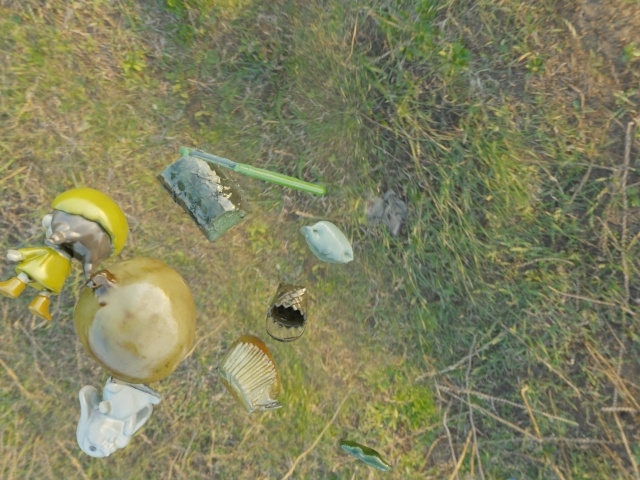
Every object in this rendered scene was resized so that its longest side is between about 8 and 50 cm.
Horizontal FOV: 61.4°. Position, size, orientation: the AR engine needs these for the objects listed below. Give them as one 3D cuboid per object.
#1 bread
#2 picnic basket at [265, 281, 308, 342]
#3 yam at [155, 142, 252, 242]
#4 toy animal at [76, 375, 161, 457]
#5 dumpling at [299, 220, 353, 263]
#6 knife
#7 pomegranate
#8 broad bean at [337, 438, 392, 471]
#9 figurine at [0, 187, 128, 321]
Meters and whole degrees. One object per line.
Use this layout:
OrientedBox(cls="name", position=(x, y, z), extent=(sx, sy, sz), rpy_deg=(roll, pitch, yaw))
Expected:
OrientedBox(cls="bread", position=(-0.236, 0.435, 1.792), extent=(0.183, 0.388, 0.236), rpy_deg=(-33, 96, -20))
OrientedBox(cls="picnic basket", position=(-0.102, 0.238, 1.674), extent=(0.128, 0.178, 0.137), rpy_deg=(5, 140, 5))
OrientedBox(cls="yam", position=(-0.361, -0.146, 1.678), extent=(0.202, 0.201, 0.271), rpy_deg=(-36, 99, 14))
OrientedBox(cls="toy animal", position=(-0.702, 0.572, 1.806), extent=(0.289, 0.174, 0.249), rpy_deg=(-44, 121, -20))
OrientedBox(cls="dumpling", position=(0.002, 0.009, 1.669), extent=(0.149, 0.104, 0.217), rpy_deg=(-16, 141, 34))
OrientedBox(cls="knife", position=(-0.084, -0.088, 0.697), extent=(0.212, 0.054, 0.015), rpy_deg=(12, 96, -34))
OrientedBox(cls="pomegranate", position=(-0.422, 0.187, 1.255), extent=(0.307, 0.307, 0.307), rpy_deg=(1, 103, 4))
OrientedBox(cls="broad bean", position=(0.128, 0.661, 1.679), extent=(0.195, 0.061, 0.046), rpy_deg=(15, 86, 37))
OrientedBox(cls="figurine", position=(-0.647, 0.026, 1.382), extent=(0.187, 0.215, 0.343), rpy_deg=(14, 61, 33))
